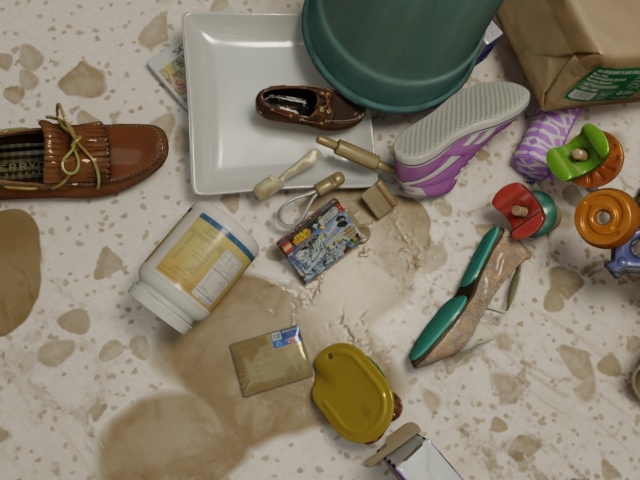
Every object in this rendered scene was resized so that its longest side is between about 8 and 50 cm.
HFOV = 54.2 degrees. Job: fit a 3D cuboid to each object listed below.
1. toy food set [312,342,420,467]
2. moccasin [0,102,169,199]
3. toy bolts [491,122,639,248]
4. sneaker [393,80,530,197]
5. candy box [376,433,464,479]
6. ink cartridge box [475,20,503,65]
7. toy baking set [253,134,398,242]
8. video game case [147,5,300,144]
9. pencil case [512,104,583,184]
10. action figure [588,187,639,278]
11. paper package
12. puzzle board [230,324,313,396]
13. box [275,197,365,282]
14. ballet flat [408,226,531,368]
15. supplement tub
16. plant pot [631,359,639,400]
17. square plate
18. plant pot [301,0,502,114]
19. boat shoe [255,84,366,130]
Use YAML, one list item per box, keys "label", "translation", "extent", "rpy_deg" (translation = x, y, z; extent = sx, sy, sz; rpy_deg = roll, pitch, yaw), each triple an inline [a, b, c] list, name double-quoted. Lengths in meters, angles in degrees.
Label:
- label: "toy food set"
  translation: [0.076, 0.274, 1.071]
  extent: [0.128, 0.071, 0.218]
  rpy_deg: [-49, 57, 13]
- label: "moccasin"
  translation: [-0.462, -0.153, 1.100]
  extent: [0.381, 0.147, 0.139]
  rpy_deg: [-2, 78, -5]
- label: "toy bolts"
  translation: [0.452, -0.062, 1.111]
  extent: [0.159, 0.229, 0.218]
  rpy_deg: [4, 58, -49]
- label: "sneaker"
  translation: [0.262, -0.181, 1.170]
  extent: [0.282, 0.161, 0.102]
  rpy_deg: [-28, 51, -7]
- label: "candy box"
  translation: [0.181, 0.392, 1.005]
  extent: [0.070, 0.196, 0.165]
  rpy_deg: [-40, 84, -10]
- label: "ink cartridge box"
  translation: [0.267, -0.455, 1.254]
  extent: [0.046, 0.097, 0.207]
  rpy_deg: [-37, 83, -11]
- label: "toy baking set"
  translation: [0.020, -0.090, 1.145]
  extent: [0.256, 0.030, 0.196]
  rpy_deg: [26, 91, -14]
- label: "video game case"
  translation: [-0.187, -0.321, 1.223]
  extent: [0.206, 0.026, 0.227]
  rpy_deg: [-40, 84, -11]
- label: "pencil case"
  translation: [0.451, -0.214, 1.218]
  extent: [0.088, 0.086, 0.206]
  rpy_deg: [20, 76, 31]
- label: "action figure"
  translation: [0.653, -0.034, 1.086]
  extent: [0.342, 0.178, 0.330]
  rpy_deg: [-19, 51, 18]
- label: "paper package"
  translation: [0.532, -0.415, 1.174]
  extent: [0.325, 0.168, 0.309]
  rpy_deg: [-8, 67, -22]
- label: "puzzle board"
  translation: [-0.087, 0.214, 1.119]
  extent: [0.128, 0.011, 0.096]
  rpy_deg: [-16, 78, -9]
- label: "box"
  translation: [0.000, 0.000, 1.136]
  extent: [0.137, 0.027, 0.094]
  rpy_deg: [-37, 113, -3]
- label: "ballet flat"
  translation: [0.284, 0.119, 1.126]
  extent: [0.106, 0.107, 0.316]
  rpy_deg: [37, 78, -4]
- label: "supplement tub"
  translation: [-0.218, 0.047, 1.077]
  extent: [0.144, 0.144, 0.199]
  rpy_deg: [37, 77, 4]
- label: "plant pot"
  translation: [0.719, 0.175, 1.095]
  extent: [0.257, 0.256, 0.274]
  rpy_deg: [34, 61, 3]
- label: "square plate"
  translation: [-0.076, -0.259, 1.182]
  extent: [0.348, 0.049, 0.343]
  rpy_deg: [-4, 84, -11]
- label: "plant pot"
  translation: [0.158, -0.429, 1.006]
  extent: [0.342, 0.334, 0.340]
  rpy_deg: [2, 77, -9]
- label: "boat shoe"
  translation: [-0.014, -0.241, 1.131]
  extent: [0.207, 0.073, 0.073]
  rpy_deg: [-1, 84, -12]
